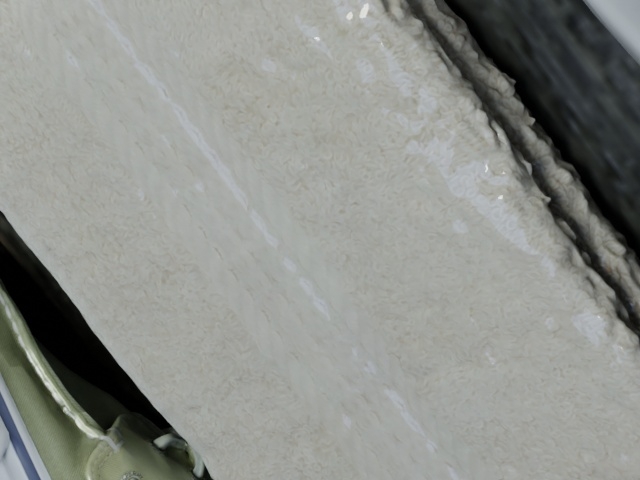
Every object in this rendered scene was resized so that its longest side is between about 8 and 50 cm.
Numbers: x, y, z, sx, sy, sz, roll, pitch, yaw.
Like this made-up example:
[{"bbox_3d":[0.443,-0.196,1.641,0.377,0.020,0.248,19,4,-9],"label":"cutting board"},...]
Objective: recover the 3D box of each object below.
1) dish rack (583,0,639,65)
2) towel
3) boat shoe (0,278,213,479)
[{"bbox_3d":[0.068,-0.109,0.371,0.072,0.285,0.333,-37,136,4],"label":"dish rack"},{"bbox_3d":[0.000,0.000,0.640,0.187,0.049,0.282,-29,102,35],"label":"towel"},{"bbox_3d":[-0.075,0.119,0.726,0.302,0.094,0.109,60,169,-2],"label":"boat shoe"}]
